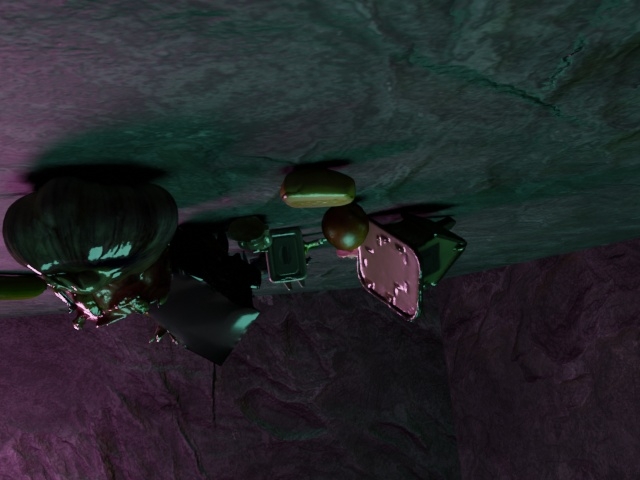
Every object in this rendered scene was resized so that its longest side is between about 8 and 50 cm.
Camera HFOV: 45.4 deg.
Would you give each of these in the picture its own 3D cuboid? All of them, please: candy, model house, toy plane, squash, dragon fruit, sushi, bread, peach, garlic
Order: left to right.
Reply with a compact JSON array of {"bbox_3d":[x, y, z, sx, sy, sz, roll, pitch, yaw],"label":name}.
[{"bbox_3d":[-0.800,0.121,1.975,0.069,0.069,0.258,-11,172,29],"label":"squash"},{"bbox_3d":[-0.321,-0.004,1.082,0.245,0.160,0.245,-8,173,-1],"label":"garlic"},{"bbox_3d":[-0.355,0.062,1.329,0.211,0.147,0.282,-21,-160,-21],"label":"dragon fruit"},{"bbox_3d":[-0.244,0.095,1.629,0.227,0.212,0.215,30,128,-8],"label":"sushi"},{"bbox_3d":[-0.157,0.075,2.087,0.223,0.104,0.326,-14,166,40],"label":"toy plane"},{"bbox_3d":[-0.004,-0.084,1.166,0.115,0.056,0.082,-3,170,9],"label":"bread"},{"bbox_3d":[0.000,0.000,1.892,0.194,0.058,0.062,-18,139,11],"label":"candy"},{"bbox_3d":[0.047,-0.026,1.486,0.101,0.100,0.101,-7,173,-1],"label":"peach"},{"bbox_3d":[0.252,0.019,1.743,0.279,0.204,0.218,-23,-141,-27],"label":"model house"}]

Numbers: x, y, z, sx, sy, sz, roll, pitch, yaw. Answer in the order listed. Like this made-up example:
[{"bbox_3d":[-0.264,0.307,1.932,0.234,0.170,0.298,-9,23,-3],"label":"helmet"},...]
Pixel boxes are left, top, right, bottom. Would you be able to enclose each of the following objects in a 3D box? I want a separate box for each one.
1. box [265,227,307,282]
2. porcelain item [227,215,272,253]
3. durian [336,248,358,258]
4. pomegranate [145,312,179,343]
[{"bbox_3d":[-0.080,0.032,1.771,0.089,0.122,0.062,-7,-175,1],"label":"box"},{"bbox_3d":[-0.140,-0.009,1.621,0.084,0.054,0.213,-5,172,3],"label":"porcelain item"},{"bbox_3d":[0.118,0.007,1.938,0.224,0.078,0.140,1,-168,43],"label":"durian"},{"bbox_3d":[-0.435,0.179,2.164,0.182,0.224,0.181,2,173,0],"label":"pomegranate"}]
